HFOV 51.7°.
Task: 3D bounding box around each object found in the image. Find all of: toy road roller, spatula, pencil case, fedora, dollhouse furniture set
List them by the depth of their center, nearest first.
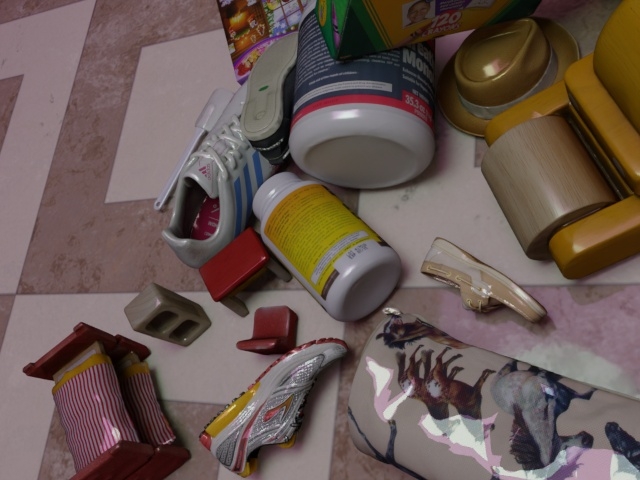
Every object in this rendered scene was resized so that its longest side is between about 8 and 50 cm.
[{"bbox_3d":[0.215,0.196,0.663,0.410,0.160,0.183,16,69,31],"label":"pencil case"},{"bbox_3d":[0.328,-0.131,0.688,0.329,0.240,0.202,-29,59,15],"label":"toy road roller"},{"bbox_3d":[0.239,-0.234,0.875,0.194,0.079,0.194,-10,65,23],"label":"fedora"},{"bbox_3d":[-0.199,0.159,0.899,0.374,0.152,0.201,-39,57,8],"label":"dollhouse furniture set"},{"bbox_3d":[-0.173,-0.134,1.091,0.168,0.019,0.242,24,83,27],"label":"spatula"}]

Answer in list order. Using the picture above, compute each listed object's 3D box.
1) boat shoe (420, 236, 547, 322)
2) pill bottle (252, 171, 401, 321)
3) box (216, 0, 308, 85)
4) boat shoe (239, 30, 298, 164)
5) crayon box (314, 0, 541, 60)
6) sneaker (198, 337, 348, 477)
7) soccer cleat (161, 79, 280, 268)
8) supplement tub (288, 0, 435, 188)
[{"bbox_3d":[0.190,0.059,0.795,0.170,0.063,0.059,36,91,43],"label":"boat shoe"},{"bbox_3d":[0.000,0.000,0.881,0.117,0.117,0.215,-47,57,3],"label":"pill bottle"},{"bbox_3d":[-0.023,-0.391,1.090,0.293,0.057,0.201,-26,61,16],"label":"box"},{"bbox_3d":[-0.058,-0.214,0.968,0.084,0.079,0.233,-11,51,28],"label":"boat shoe"},{"bbox_3d":[0.141,-0.311,0.748,0.278,0.165,0.081,-17,73,-13],"label":"crayon box"},{"bbox_3d":[-0.046,0.211,0.852,0.225,0.088,0.093,-45,77,5],"label":"sneaker"},{"bbox_3d":[-0.131,-0.116,0.976,0.116,0.143,0.331,16,79,20],"label":"soccer cleat"},{"bbox_3d":[0.060,-0.225,0.898,0.191,0.191,0.272,-6,68,26],"label":"supplement tub"}]
